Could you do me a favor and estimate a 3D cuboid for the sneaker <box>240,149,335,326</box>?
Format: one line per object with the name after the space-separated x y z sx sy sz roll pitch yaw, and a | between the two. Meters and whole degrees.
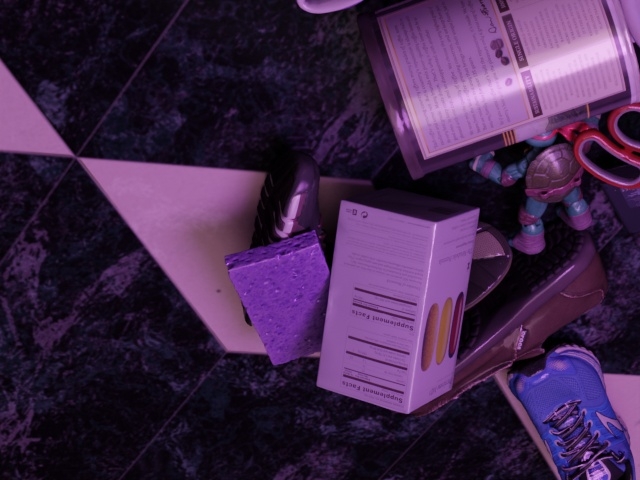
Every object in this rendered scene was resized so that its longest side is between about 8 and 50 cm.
0.000 0.000 1.881 0.162 0.106 0.281 4 136 -16 | sneaker

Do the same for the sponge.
-0.035 0.074 1.853 0.117 0.031 0.210 -18 139 3 | sponge

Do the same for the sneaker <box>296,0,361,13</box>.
0.080 -0.348 1.590 0.282 0.161 0.102 -40 119 19 | sneaker

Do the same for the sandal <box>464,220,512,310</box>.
0.127 0.076 1.952 0.303 0.120 0.086 -41 165 25 | sandal

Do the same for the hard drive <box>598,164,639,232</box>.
0.421 -0.057 1.892 0.094 0.022 0.135 -15 146 21 | hard drive

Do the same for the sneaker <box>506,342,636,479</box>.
0.371 0.269 2.064 0.130 0.147 0.330 -30 131 13 | sneaker

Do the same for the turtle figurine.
0.275 -0.095 1.832 0.175 0.118 0.234 -13 132 3 | turtle figurine

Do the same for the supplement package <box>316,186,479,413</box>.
0.097 0.071 1.836 0.134 0.139 0.244 14 106 27 | supplement package

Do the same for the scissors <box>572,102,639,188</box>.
0.441 -0.068 1.760 0.297 0.021 0.109 30 119 -14 | scissors

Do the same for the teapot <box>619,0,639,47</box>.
0.455 -0.293 1.603 0.256 0.187 0.252 25 128 26 | teapot

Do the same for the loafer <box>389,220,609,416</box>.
0.240 0.132 1.973 0.366 0.134 0.130 -37 122 19 | loafer

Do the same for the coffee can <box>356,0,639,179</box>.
0.202 -0.207 1.680 0.275 0.201 0.201 -19 126 7 | coffee can
